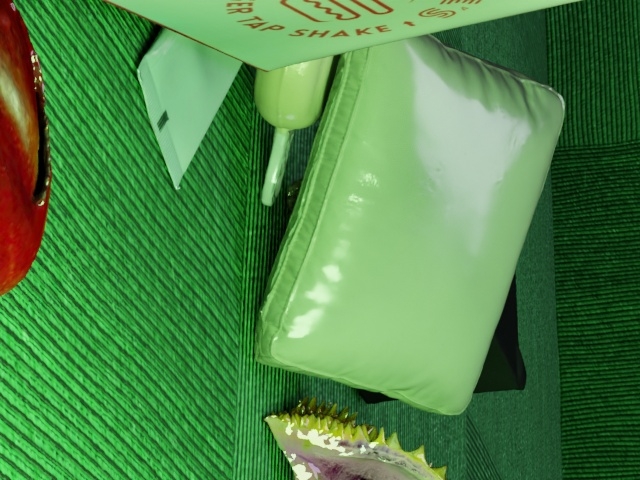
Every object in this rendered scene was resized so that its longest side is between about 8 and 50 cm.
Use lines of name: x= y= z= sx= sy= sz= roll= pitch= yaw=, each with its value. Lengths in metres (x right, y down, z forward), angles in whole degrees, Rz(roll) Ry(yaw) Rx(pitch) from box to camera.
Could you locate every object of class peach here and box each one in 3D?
peach: x=-0.192 y=-0.095 z=0.910 sx=0.189 sy=0.068 sz=0.279 roll=-82 pitch=160 yaw=-49

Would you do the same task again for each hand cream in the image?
hand cream: x=-0.081 y=-0.180 z=1.406 sx=0.321 sy=0.067 sz=0.109 roll=-71 pitch=153 yaw=-49

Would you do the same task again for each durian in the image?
durian: x=0.054 y=0.269 z=1.565 sx=0.154 sy=0.186 sz=0.261 roll=-40 pitch=136 yaw=-65

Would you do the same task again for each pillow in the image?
pillow: x=0.080 y=-0.018 z=1.529 sx=0.255 sy=0.119 sz=0.322 roll=18 pitch=88 yaw=-36

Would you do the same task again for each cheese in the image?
cheese: x=-0.022 y=-0.135 z=1.512 sx=0.137 sy=0.064 sz=0.227 roll=-56 pitch=164 yaw=-63

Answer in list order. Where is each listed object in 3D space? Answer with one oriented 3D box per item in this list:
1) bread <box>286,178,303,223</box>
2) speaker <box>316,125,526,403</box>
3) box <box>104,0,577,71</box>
bread: x=0.000 y=0.000 z=1.624 sx=0.082 sy=0.060 sz=0.113 roll=61 pitch=26 yaw=-51
speaker: x=0.108 y=0.027 z=1.791 sx=0.254 sy=0.184 sz=0.232 roll=60 pitch=28 yaw=-55
box: x=0.014 y=-0.317 z=1.240 sx=0.314 sy=0.312 sz=0.300 roll=14 pitch=68 yaw=-64
